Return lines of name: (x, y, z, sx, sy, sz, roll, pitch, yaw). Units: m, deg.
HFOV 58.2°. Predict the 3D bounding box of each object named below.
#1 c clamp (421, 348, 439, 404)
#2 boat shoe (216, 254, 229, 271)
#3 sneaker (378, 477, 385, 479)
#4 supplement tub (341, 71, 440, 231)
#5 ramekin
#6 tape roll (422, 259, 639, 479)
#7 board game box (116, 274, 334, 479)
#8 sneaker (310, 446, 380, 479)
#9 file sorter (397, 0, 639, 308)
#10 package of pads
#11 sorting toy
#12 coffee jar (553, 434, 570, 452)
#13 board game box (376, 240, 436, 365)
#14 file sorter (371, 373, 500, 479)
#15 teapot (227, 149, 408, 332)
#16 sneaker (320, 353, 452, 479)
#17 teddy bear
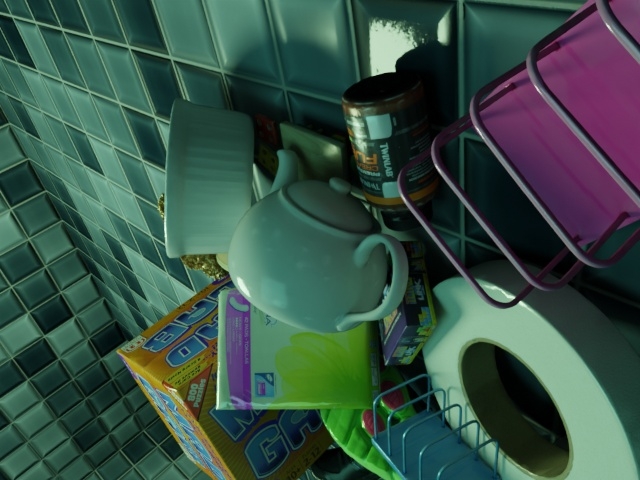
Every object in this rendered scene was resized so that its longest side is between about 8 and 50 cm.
c clamp: (0.225, 0.260, 1.061, 0.137, 0.022, 0.160, 19, 135, 37)
boat shoe: (-0.099, 0.001, 1.146, 0.341, 0.122, 0.110, 1, 116, 45)
sneaker: (0.134, 0.605, 1.343, 0.135, 0.150, 0.366, 28, 166, 29)
supplement tub: (0.098, -0.110, 0.752, 0.106, 0.106, 0.197, 18, 136, 45)
ramekin: (-0.192, -0.103, 1.013, 0.277, 0.135, 0.276, -176, 90, -80)
tape roll: (0.280, 0.216, 0.781, 0.392, 0.072, 0.391, 50, 153, 37)
board game box: (-0.178, 0.321, 1.341, 0.357, 0.356, 0.356, 6, 127, 53)
sneaker: (0.115, 0.453, 1.262, 0.341, 0.125, 0.139, -20, 97, 29)
file sorter: (0.236, -0.082, 0.515, 0.202, 0.182, 0.290, 51, 150, 4)
package of pads: (-0.041, 0.187, 1.045, 0.297, 0.228, 0.101, -4, 167, 15)
sorting toy: (-0.002, -0.127, 0.932, 0.275, 0.046, 0.132, 28, 142, 35)
coffee jar: (0.395, 0.394, 0.887, 0.096, 0.079, 0.184, 29, 137, 45)
board game box: (0.127, 0.102, 0.905, 0.170, 0.048, 0.140, 100, 168, -58)
file sorter: (0.171, 0.301, 0.872, 0.170, 0.118, 0.104, 39, 141, 52)
teapot: (0.000, 0.000, 0.827, 0.256, 0.252, 0.187, 26, 113, 3)
sneaker: (0.175, 0.385, 1.060, 0.483, 0.185, 0.202, 38, 168, 36)
teddy bear: (-0.299, -0.008, 1.396, 0.245, 0.113, 0.338, 59, 168, 10)
